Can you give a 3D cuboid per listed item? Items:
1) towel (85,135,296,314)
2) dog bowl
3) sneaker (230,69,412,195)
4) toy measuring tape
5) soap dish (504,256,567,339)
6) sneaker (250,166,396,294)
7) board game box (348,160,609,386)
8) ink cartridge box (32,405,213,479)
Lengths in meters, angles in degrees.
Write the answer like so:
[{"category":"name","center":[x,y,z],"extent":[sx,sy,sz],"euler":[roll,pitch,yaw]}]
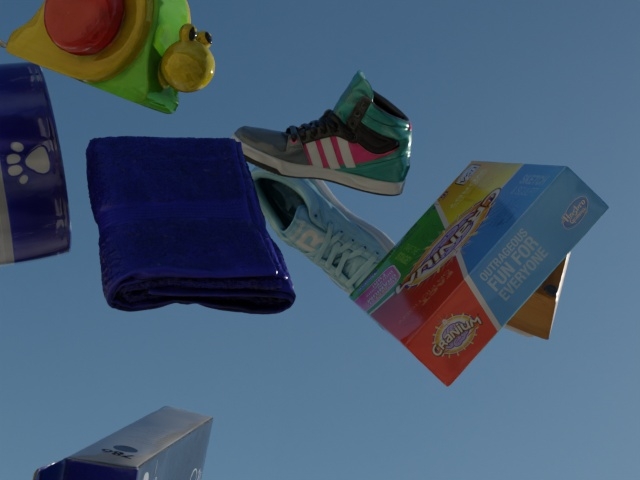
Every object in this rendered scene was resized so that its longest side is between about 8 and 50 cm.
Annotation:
[{"category":"towel","center":[-0.168,-0.034,1.259],"extent":[0.227,0.308,0.076],"euler":[3,-53,-22]},{"category":"dog bowl","center":[-0.405,-0.101,1.334],"extent":[0.104,0.265,0.265],"euler":[-10,-31,-19]},{"category":"sneaker","center":[0.017,-0.183,1.582],"extent":[0.295,0.124,0.178],"euler":[10,-67,-16]},{"category":"toy measuring tape","center":[-0.216,-0.199,0.850],"extent":[0.330,0.121,0.121],"euler":[23,-35,27]},{"category":"soap dish","center":[0.342,0.013,1.818],"extent":[0.229,0.291,0.118],"euler":[23,-39,2]},{"category":"sneaker","center":[0.000,0.000,1.783],"extent":[0.366,0.150,0.135],"euler":[43,-62,15]},{"category":"board game box","center":[0.160,0.020,1.131],"extent":[0.064,0.242,0.316],"euler":[43,-2,-10]},{"category":"ink cartridge box","center":[-0.179,0.259,0.923],"extent":[0.065,0.165,0.332],"euler":[12,2,9]}]
